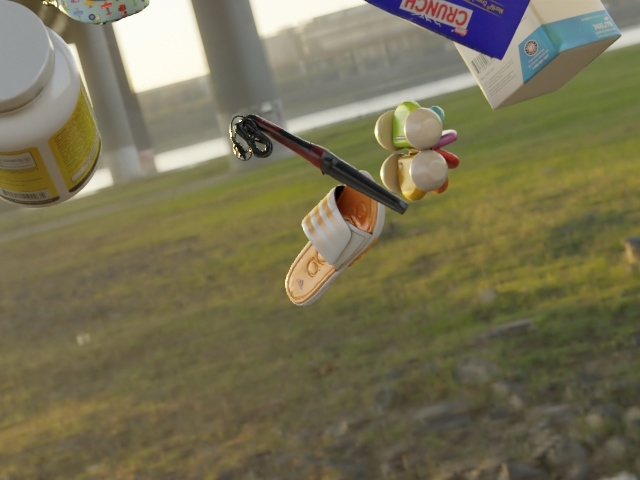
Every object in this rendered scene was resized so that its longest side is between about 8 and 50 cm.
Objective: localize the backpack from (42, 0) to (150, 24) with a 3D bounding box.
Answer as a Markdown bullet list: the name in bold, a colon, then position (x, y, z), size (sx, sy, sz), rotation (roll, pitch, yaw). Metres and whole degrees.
- **backpack**: position (-0.372, -0.432, 2.095), size (0.158, 0.117, 0.173), rotation (-25, 45, -32)

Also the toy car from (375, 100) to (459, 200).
- **toy car**: position (0.192, -0.169, 2.322), size (0.136, 0.182, 0.159), rotation (-11, 6, -27)

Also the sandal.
- **sandal**: position (0.005, 0.008, 1.932), size (0.076, 0.102, 0.265), rotation (-1, -43, -44)

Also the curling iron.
- **curling iron**: position (-0.004, -0.101, 1.763), size (0.274, 0.068, 0.035), rotation (25, -10, 1)

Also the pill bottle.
- **pill bottle**: position (-0.406, -0.182, 1.697), size (0.187, 0.188, 0.334), rotation (-16, -17, -7)

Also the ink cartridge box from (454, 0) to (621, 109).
- **ink cartridge box**: position (0.369, -0.420, 2.332), size (0.197, 0.270, 0.198), rotation (-19, -14, -39)

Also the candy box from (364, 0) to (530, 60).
- **candy box**: position (0.201, -0.461, 1.835), size (0.268, 0.317, 0.122), rotation (21, 11, -19)
